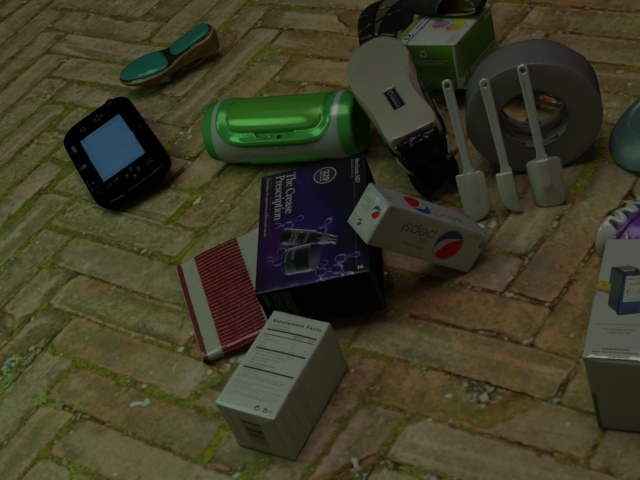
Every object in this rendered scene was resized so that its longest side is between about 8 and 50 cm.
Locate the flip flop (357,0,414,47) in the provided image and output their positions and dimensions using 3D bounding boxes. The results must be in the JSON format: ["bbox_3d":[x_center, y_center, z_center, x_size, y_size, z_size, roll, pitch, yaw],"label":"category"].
[{"bbox_3d":[0.134,-0.369,2.162,0.112,0.080,0.277,-5,59,11],"label":"flip flop"}]

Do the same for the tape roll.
[{"bbox_3d":[0.347,-0.217,1.792,0.219,0.219,0.072,-9,41,14],"label":"tape roll"}]

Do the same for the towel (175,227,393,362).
[{"bbox_3d":[-0.065,0.059,1.816,0.329,0.037,0.237,-24,43,0],"label":"towel"}]

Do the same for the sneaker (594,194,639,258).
[{"bbox_3d":[0.520,-0.037,1.633,0.236,0.095,0.104,-41,51,-14],"label":"sneaker"}]

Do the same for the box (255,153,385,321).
[{"bbox_3d":[0.000,0.000,1.748,0.184,0.103,0.261,-10,46,10],"label":"box"}]

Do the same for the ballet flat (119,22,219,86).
[{"bbox_3d":[-0.319,-0.382,2.366,0.232,0.073,0.080,-29,50,1],"label":"ballet flat"}]

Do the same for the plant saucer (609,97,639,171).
[{"bbox_3d":[0.553,-0.195,1.779,0.195,0.037,0.195,-26,36,21],"label":"plant saucer"}]

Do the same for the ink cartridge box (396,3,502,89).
[{"bbox_3d":[0.289,-0.360,2.029,0.255,0.097,0.189,4,35,31],"label":"ink cartridge box"}]

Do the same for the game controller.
[{"bbox_3d":[-0.409,-0.178,2.189,0.166,0.067,0.319,-30,41,-9],"label":"game controller"}]

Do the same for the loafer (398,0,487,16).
[{"bbox_3d":[0.223,-0.445,2.046,0.170,0.062,0.061,-1,38,25],"label":"loafer"}]

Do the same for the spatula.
[{"bbox_3d":[0.289,-0.155,1.747,0.168,0.242,0.019,-10,18,16],"label":"spatula"}]

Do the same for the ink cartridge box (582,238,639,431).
[{"bbox_3d":[0.416,0.123,1.449,0.093,0.154,0.212,2,47,26],"label":"ink cartridge box"}]

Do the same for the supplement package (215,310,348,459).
[{"bbox_3d":[-0.053,0.208,1.595,0.105,0.105,0.179,9,49,31],"label":"supplement package"}]

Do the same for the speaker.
[{"bbox_3d":[-0.064,-0.209,2.031,0.297,0.131,0.131,-1,45,22],"label":"speaker"}]

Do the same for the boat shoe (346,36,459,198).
[{"bbox_3d":[0.144,-0.213,1.922,0.127,0.158,0.340,-23,41,8],"label":"boat shoe"}]

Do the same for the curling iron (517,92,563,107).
[{"bbox_3d":[0.358,-0.276,1.995,0.274,0.035,0.068,18,33,42],"label":"curling iron"}]

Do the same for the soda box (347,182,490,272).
[{"bbox_3d":[0.152,-0.017,1.672,0.074,0.216,0.069,-60,38,19],"label":"soda box"}]
